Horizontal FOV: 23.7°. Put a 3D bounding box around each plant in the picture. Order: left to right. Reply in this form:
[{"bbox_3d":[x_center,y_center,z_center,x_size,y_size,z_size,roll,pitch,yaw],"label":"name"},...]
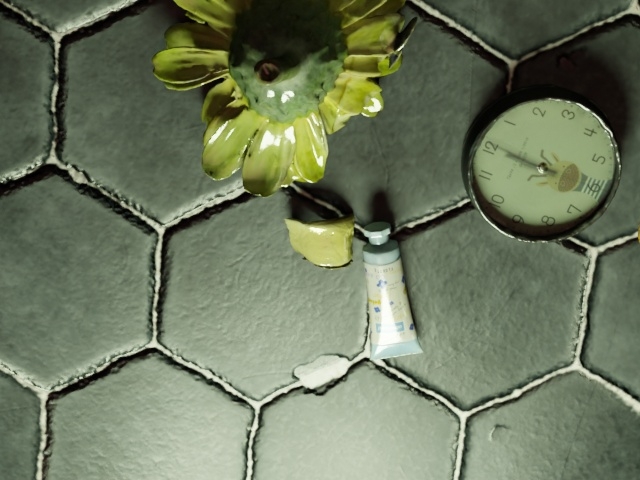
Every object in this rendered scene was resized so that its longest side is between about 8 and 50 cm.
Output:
[{"bbox_3d":[-0.011,-0.205,1.613,0.261,0.297,0.305,-16,101,-25],"label":"plant"}]

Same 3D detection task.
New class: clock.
[{"bbox_3d":[0.253,-0.084,1.742,0.185,0.040,0.184,-1,109,-2],"label":"clock"}]

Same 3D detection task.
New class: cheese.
[{"bbox_3d":[-0.001,0.000,1.762,0.084,0.041,0.060,3,111,-4],"label":"cheese"}]

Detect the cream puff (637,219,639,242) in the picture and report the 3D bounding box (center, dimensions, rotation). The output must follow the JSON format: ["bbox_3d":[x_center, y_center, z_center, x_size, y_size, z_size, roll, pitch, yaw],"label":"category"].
[{"bbox_3d":[0.424,-0.021,1.737,0.126,0.103,0.143,2,109,3],"label":"cream puff"}]

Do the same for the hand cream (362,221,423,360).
[{"bbox_3d":[0.078,0.061,1.787,0.065,0.043,0.170,-9,114,2],"label":"hand cream"}]
